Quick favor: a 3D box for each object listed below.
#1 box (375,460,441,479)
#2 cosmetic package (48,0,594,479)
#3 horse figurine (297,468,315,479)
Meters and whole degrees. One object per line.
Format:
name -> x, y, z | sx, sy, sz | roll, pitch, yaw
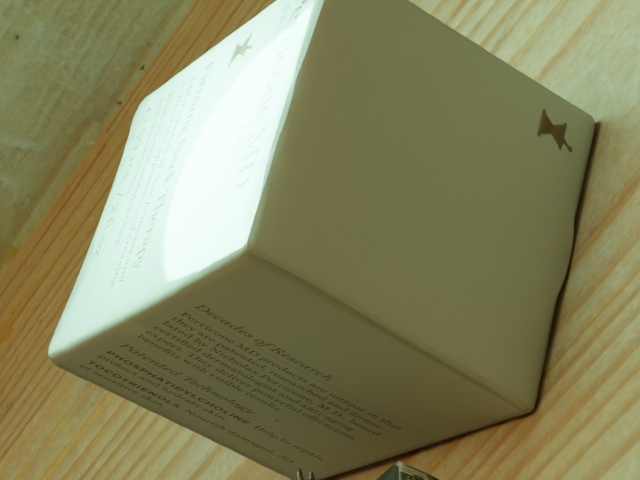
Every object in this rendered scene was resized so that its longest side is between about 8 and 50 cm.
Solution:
box -> 0.025, 0.381, 1.602 | 0.242, 0.077, 0.307 | -46, 27, 33
cosmetic package -> 0.000, 0.000, 1.781 | 0.394, 0.327, 0.329 | -28, 39, 52
horse figurine -> -0.024, 0.344, 1.565 | 0.174, 0.066, 0.263 | -56, 20, 25
